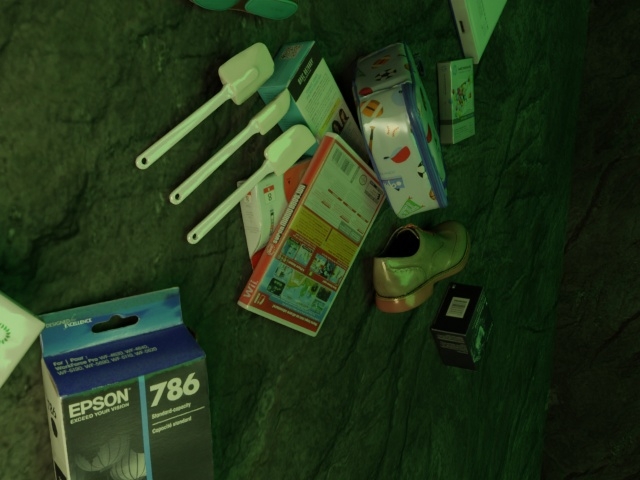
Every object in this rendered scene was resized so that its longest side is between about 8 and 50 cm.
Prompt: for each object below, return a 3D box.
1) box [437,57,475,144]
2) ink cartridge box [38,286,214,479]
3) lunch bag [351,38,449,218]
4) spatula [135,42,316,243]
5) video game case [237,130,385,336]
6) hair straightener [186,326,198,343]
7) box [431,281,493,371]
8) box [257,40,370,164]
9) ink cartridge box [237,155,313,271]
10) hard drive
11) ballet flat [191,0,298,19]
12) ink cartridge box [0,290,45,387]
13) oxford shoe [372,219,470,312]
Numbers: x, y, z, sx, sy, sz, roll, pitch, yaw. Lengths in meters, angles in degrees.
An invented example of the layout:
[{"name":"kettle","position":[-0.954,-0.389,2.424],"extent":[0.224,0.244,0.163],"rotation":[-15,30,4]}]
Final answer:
[{"name":"box","position":[0.325,-0.334,1.447],"extent":[0.145,0.038,0.186],"rotation":[-28,116,-52]},{"name":"ink cartridge box","position":[-0.206,0.230,0.677],"extent":[0.165,0.065,0.333],"rotation":[-12,104,-36]},{"name":"lunch bag","position":[0.145,-0.193,1.046],"extent":[0.304,0.114,0.243],"rotation":[-82,149,-53]},{"name":"spatula","position":[-0.118,-0.125,0.789],"extent":[0.242,0.019,0.168],"rotation":[-46,129,-23]},{"name":"video game case","position":[0.000,0.000,0.954],"extent":[0.204,0.025,0.285],"rotation":[34,81,-55]},{"name":"hair straightener","position":[-0.199,0.225,0.755],"extent":[0.089,0.047,0.231],"rotation":[-4,104,-39]},{"name":"box","position":[0.363,0.217,1.539],"extent":[0.156,0.093,0.158],"rotation":[-59,140,-33]},{"name":"box","position":[-0.002,-0.182,0.957],"extent":[0.244,0.060,0.101],"rotation":[56,51,-44]},{"name":"ink cartridge box","position":[-0.053,-0.023,0.922],"extent":[0.145,0.045,0.180],"rotation":[-33,119,-49]},{"name":"hard drive","position":[0.403,-0.626,1.518],"extent":[0.319,0.040,0.210],"rotation":[-62,141,-30]},{"name":"ballet flat","position":[-0.108,-0.335,0.788],"extent":[0.206,0.073,0.067],"rotation":[-14,79,-58]},{"name":"ink cartridge box","position":[-0.379,0.163,0.419],"extent":[0.176,0.069,0.371],"rotation":[50,53,-36]},{"name":"oxford shoe","position":[0.221,0.016,1.273],"extent":[0.348,0.122,0.130],"rotation":[-38,120,-49]}]
